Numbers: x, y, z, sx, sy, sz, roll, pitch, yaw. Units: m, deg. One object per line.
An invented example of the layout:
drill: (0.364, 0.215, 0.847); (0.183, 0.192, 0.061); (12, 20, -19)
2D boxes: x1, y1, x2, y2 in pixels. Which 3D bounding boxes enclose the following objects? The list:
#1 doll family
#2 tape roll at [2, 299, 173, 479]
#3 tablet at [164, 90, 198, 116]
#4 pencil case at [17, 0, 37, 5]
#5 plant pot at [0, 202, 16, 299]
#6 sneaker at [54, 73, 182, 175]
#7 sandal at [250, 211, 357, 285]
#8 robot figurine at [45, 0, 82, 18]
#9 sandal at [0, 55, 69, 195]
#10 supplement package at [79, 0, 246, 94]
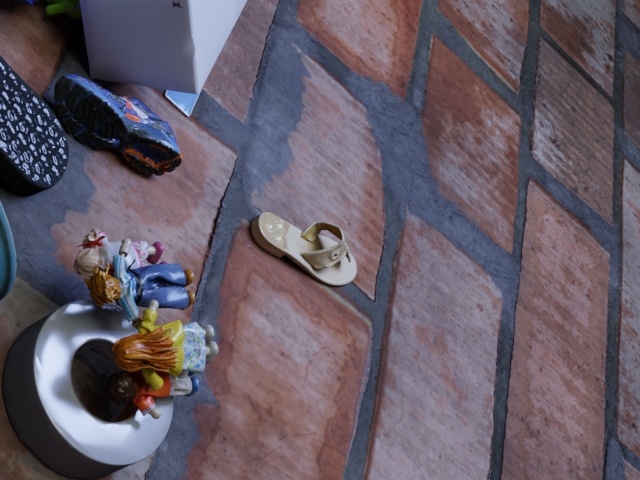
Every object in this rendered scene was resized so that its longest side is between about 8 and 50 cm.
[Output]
doll family: (-0.221, 0.089, 1.685); (0.163, 0.118, 0.263); (-1, 69, -50)
tape roll: (-0.293, 0.189, 1.697); (0.219, 0.072, 0.219); (27, 50, -37)
tablet: (-0.216, -0.239, 2.112); (0.054, 0.006, 0.083); (42, 42, -25)
pencil case: (-0.419, -0.375, 1.762); (0.306, 0.119, 0.133); (-95, -178, -81)
plant pot: (-0.510, 0.015, 1.413); (0.255, 0.271, 0.272); (-39, 99, -39)
sneaker: (-0.297, -0.176, 1.933); (0.221, 0.083, 0.087); (36, 30, -38)
sandal: (0.000, 0.006, 2.151); (0.240, 0.079, 0.088); (24, 51, -39)
robot figurine: (-0.375, -0.372, 1.959); (0.115, 0.067, 0.101); (36, 32, -31)
sandal: (-0.500, -0.226, 1.711); (0.446, 0.107, 0.167); (56, 34, -29)
supplement package: (-0.225, -0.383, 2.000); (0.293, 0.175, 0.177); (-70, 166, -45)
